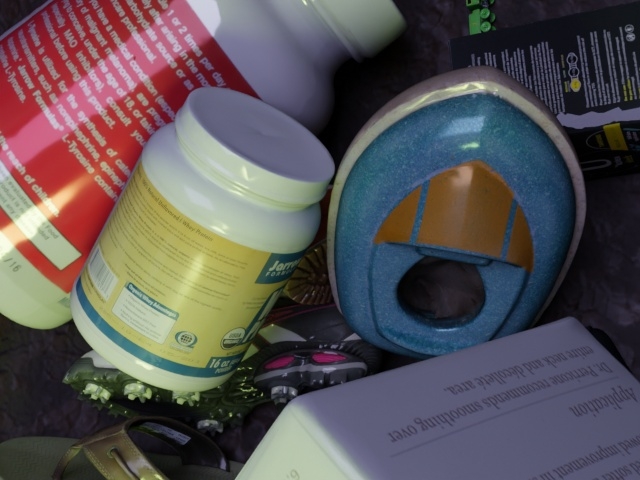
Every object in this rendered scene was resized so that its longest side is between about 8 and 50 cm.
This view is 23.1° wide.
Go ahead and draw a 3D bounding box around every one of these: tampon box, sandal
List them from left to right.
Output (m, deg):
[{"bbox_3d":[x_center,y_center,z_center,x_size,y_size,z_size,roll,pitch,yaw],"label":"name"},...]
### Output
[{"bbox_3d":[-0.126,0.185,1.281,0.303,0.120,0.086,4,111,11],"label":"sandal"},{"bbox_3d":[0.196,-0.110,1.255,0.161,0.120,0.101,-10,72,16],"label":"tampon box"}]

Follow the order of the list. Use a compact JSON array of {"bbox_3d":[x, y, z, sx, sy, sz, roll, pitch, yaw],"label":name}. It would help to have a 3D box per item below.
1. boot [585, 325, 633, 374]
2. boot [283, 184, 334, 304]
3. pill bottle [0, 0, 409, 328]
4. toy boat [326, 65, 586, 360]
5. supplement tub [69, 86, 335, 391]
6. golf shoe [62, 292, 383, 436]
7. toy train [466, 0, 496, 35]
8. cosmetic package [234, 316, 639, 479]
[{"bbox_3d":[0.260,0.117,1.215,0.099,0.045,0.121,-14,78,17],"label":"boot"},{"bbox_3d":[0.000,0.000,1.292,0.085,0.158,0.059,23,124,27],"label":"boot"},{"bbox_3d":[-0.139,-0.126,1.314,0.408,0.229,0.229,-36,68,7],"label":"pill bottle"},{"bbox_3d":[0.162,0.004,1.163,0.318,0.267,0.148,7,40,2],"label":"toy boat"},{"bbox_3d":[-0.088,-0.001,1.184,0.144,0.144,0.199,42,117,23],"label":"supplement tub"},{"bbox_3d":[-0.079,0.096,1.318,0.273,0.105,0.120,-3,58,12],"label":"golf shoe"},{"bbox_3d":[0.138,-0.213,1.359,0.024,0.017,0.083,-10,73,27],"label":"toy train"},{"bbox_3d":[0.130,0.312,0.988,0.393,0.329,0.327,47,121,26],"label":"cosmetic package"}]
